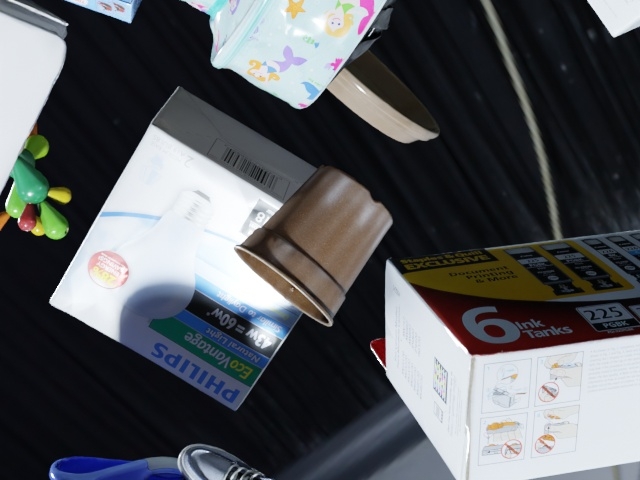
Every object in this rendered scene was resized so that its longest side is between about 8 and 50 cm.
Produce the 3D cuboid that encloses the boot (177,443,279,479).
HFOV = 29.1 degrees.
[{"bbox_3d":[-0.105,0.332,1.702,0.069,0.190,0.086,-62,4,-29],"label":"boot"}]

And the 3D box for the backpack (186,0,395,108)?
[{"bbox_3d":[-0.020,-0.246,1.056,0.225,0.191,0.253,-53,24,29],"label":"backpack"}]

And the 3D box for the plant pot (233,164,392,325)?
[{"bbox_3d":[0.000,0.000,1.644,0.165,0.167,0.167,-50,39,-11],"label":"plant pot"}]

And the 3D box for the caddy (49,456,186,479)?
[{"bbox_3d":[-0.243,0.400,1.790,0.241,0.341,0.179,19,92,45],"label":"caddy"}]

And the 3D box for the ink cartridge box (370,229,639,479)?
[{"bbox_3d":[0.223,0.079,1.113,0.310,0.130,0.272,-6,23,-15],"label":"ink cartridge box"}]

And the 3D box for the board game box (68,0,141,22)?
[{"bbox_3d":[-0.270,-0.331,1.298,0.212,0.039,0.160,19,62,1],"label":"board game box"}]

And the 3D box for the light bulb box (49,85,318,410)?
[{"bbox_3d":[-0.182,0.013,1.990,0.361,0.358,0.225,-57,6,22],"label":"light bulb box"}]

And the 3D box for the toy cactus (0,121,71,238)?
[{"bbox_3d":[-0.368,-0.100,1.434,0.112,0.180,0.219,-21,70,-6],"label":"toy cactus"}]

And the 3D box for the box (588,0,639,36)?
[{"bbox_3d":[0.499,-0.474,1.683,0.345,0.215,0.168,-38,-7,39],"label":"box"}]

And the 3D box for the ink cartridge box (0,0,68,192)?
[{"bbox_3d":[-0.240,-0.080,0.574,0.218,0.092,0.158,33,99,31],"label":"ink cartridge box"}]

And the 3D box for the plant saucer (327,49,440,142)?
[{"bbox_3d":[0.042,-0.220,1.605,0.041,0.278,0.278,-47,35,16],"label":"plant saucer"}]
